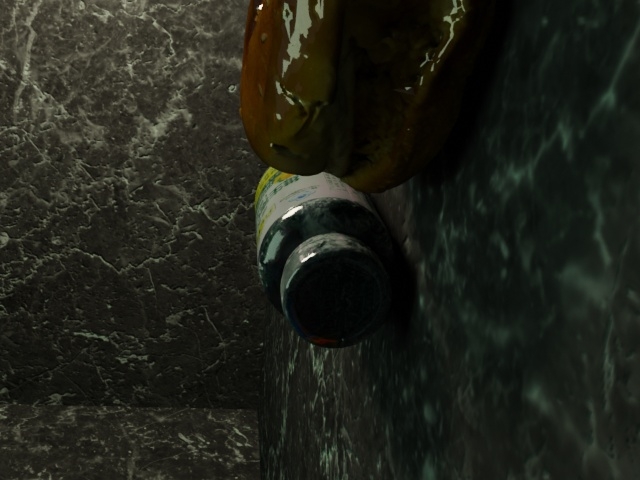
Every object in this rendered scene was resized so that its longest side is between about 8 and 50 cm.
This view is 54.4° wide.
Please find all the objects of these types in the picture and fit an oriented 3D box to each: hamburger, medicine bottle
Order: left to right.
[{"bbox_3d":[0.000,0.000,0.685,0.293,0.141,0.142,-108,23,-66],"label":"medicine bottle"},{"bbox_3d":[0.024,-0.199,0.531,0.314,0.170,0.290,-99,21,-61],"label":"hamburger"}]
